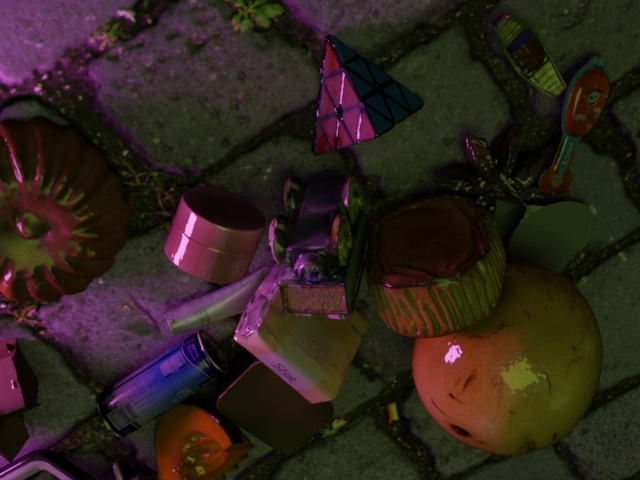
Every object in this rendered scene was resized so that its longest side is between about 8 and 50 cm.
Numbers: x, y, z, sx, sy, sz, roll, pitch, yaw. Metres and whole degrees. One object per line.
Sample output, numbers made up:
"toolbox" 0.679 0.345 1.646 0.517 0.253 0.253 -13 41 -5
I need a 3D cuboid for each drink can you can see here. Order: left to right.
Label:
"drink can" -0.289 0.261 1.873 0.235 0.097 0.097 -34 118 7

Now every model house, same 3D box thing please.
"model house" -0.574 0.322 1.763 0.180 0.248 0.176 -22 119 2

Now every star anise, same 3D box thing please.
"star anise" 0.299 -0.112 1.803 0.212 0.073 0.197 -30 121 3

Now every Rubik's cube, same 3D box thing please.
"Rubik's cube" 0.085 -0.211 1.732 0.178 0.211 0.190 -5 153 -31

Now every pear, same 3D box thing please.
"pear" 0.327 0.203 1.823 0.348 0.348 0.349 -4 118 -8

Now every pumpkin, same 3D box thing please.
"pumpkin" -0.227 0.379 1.957 0.130 0.149 0.254 -7 149 -50

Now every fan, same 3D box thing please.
"fan" 0.384 -0.040 1.845 0.182 0.010 0.310 -36 135 10

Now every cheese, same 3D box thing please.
"cheese" 0.442 -0.195 1.786 0.106 0.037 0.256 3 111 -36

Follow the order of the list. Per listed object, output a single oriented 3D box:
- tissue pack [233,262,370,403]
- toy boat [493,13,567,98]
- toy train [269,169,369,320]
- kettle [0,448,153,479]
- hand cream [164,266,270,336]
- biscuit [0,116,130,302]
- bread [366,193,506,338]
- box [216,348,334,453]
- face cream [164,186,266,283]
"tissue pack" -0.030 0.157 1.830 0.222 0.090 0.186 46 57 -28
"toy boat" 0.347 -0.307 1.717 0.065 0.066 0.172 -42 117 8
"toy train" 0.000 0.000 1.709 0.134 0.261 0.178 2 129 12
"kettle" -0.488 0.568 1.934 0.376 0.250 0.361 -17 98 1
"hand cream" -0.177 0.114 1.846 0.204 0.050 0.078 -21 117 -5
"biscuit" -0.474 -0.038 1.684 0.325 0.107 0.326 -3 114 -8
"bread" 0.191 0.040 1.724 0.227 0.253 0.142 -15 121 18
"box" -0.088 0.289 1.927 0.201 0.090 0.144 38 105 -25
"face cream" -0.176 -0.010 1.722 0.149 0.149 0.104 15 114 -18
